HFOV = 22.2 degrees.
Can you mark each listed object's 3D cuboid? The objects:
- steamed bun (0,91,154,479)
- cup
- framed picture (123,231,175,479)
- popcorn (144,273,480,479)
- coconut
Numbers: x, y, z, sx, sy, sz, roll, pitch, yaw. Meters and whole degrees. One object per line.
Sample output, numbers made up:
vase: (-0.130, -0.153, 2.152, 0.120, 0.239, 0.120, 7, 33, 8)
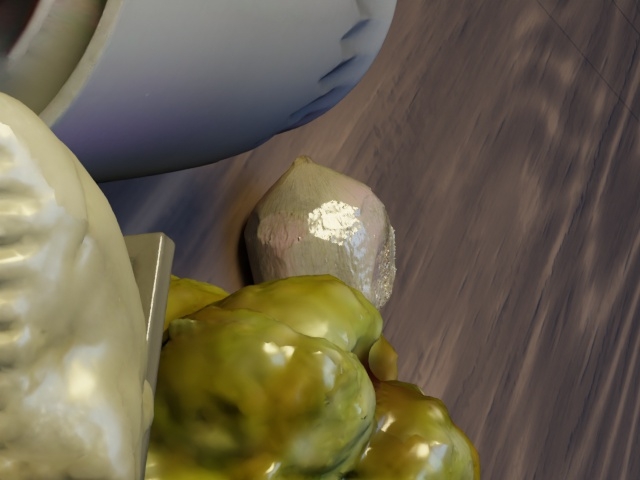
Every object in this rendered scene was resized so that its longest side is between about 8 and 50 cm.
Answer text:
steamed bun: (-0.197, 0.082, 0.595, 0.203, 0.276, 0.289, -124, -153, -76)
cup: (-0.120, -0.153, 0.816, 0.371, 0.253, 0.253, -10, 92, -66)
framed picture: (-0.164, 0.127, 0.702, 0.018, 0.192, 0.265, 46, 43, -56)
popcorn: (-0.069, 0.119, 0.808, 0.225, 0.276, 0.276, 50, 39, -59)
coconut: (0.000, 0.000, 1.157, 0.110, 0.110, 0.124, -26, 112, -62)
